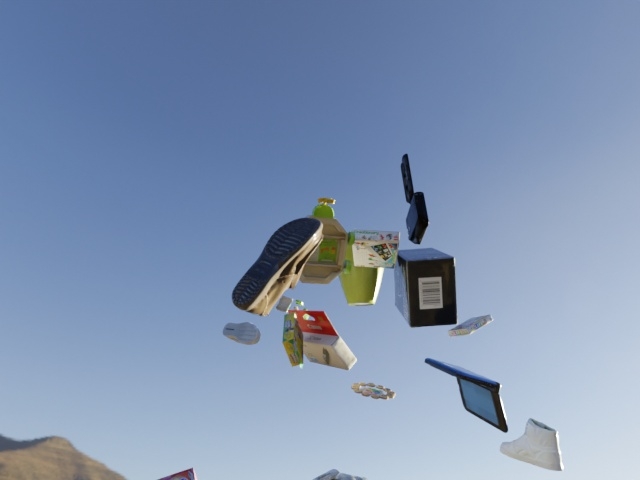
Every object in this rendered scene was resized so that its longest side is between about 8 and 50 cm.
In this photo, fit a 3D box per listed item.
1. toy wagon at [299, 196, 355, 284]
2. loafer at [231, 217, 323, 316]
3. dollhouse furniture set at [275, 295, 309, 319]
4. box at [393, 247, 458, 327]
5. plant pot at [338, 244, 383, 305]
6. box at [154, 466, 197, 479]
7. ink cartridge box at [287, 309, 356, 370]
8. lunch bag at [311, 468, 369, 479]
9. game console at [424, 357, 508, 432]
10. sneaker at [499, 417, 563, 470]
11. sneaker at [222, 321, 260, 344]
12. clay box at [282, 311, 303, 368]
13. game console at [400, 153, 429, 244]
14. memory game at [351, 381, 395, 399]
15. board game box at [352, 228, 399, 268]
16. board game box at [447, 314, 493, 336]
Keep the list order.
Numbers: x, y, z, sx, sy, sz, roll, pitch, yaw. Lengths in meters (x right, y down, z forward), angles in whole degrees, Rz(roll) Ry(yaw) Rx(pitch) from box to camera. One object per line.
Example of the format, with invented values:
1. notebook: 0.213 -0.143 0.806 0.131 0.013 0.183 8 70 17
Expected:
1. toy wagon: 0.000 0.000 1.692 0.267 0.068 0.345 5 -80 -14
2. loafer: -0.119 0.080 1.325 0.133 0.366 0.130 27 -22 41
3. dollhouse furniture set: -0.125 0.316 2.002 0.151 0.076 0.059 15 -26 24
4. box: 0.470 0.203 1.997 0.211 0.294 0.395 -4 6 1
5. plant pot: 0.206 0.182 2.217 0.274 0.294 0.275 -1 -15 0
6. box: -0.400 0.784 1.237 0.128 0.123 0.257 -12 -50 -17
7. ink cartridge box: -0.018 0.414 1.822 0.296 0.066 0.261 -12 -64 55
8. lunch bag: 0.079 1.056 1.802 0.286 0.169 0.235 12 -24 0
9. game console: 0.557 0.593 1.681 0.250 0.174 0.293 18 -8 -12
10. sneaker: 0.840 0.800 1.736 0.108 0.169 0.292 10 -17 -19
11. sneaker: -0.326 0.410 1.893 0.091 0.094 0.258 35 -21 -35
12. clay box: -0.110 0.404 1.738 0.053 0.222 0.128 -16 -68 6
13. game console: 0.355 -0.175 1.665 0.043 0.362 0.213 -4 -24 0
14. memory game: 0.216 0.617 1.778 0.186 0.012 0.186 9 -1 0
15. board game box: 0.237 0.042 1.872 0.192 0.053 0.305 4 -24 8
16. board game box: 0.593 0.338 1.710 0.154 0.026 0.103 -17 -8 -33
